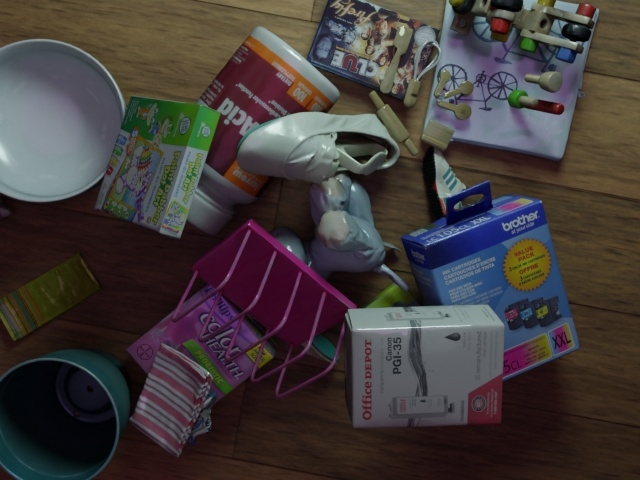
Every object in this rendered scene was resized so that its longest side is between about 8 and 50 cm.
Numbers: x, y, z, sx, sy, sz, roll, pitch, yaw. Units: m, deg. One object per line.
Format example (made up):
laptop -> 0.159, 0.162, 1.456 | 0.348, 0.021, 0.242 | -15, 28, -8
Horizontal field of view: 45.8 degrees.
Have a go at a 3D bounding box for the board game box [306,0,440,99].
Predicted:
board game box -> 0.110, -0.412, 1.613 | 0.243, 0.042, 0.165 | 21, 97, -1

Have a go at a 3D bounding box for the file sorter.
file sorter -> -0.114, 0.148, 1.493 | 0.291, 0.182, 0.202 | 40, 129, -19

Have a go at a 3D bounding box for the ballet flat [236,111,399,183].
ballet flat -> 0.019, -0.176, 1.482 | 0.139, 0.400, 0.139 | 12, 108, 40

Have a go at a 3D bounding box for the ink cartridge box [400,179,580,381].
ink cartridge box -> 0.341, 0.076, 1.558 | 0.270, 0.151, 0.395 | -22, 101, -10

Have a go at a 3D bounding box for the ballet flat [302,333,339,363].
ballet flat -> -0.030, 0.221, 1.691 | 0.168, 0.057, 0.052 | 43, 124, 1

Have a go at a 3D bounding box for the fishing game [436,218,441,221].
fishing game -> 0.310, 0.095, 1.647 | 0.189, 0.041, 0.264 | 13, 89, -8

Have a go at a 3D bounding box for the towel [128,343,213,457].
towel -> -0.315, 0.331, 1.573 | 0.144, 0.029, 0.197 | 27, 98, 25

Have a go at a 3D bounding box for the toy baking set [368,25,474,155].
toy baking set -> 0.205, -0.309, 1.589 | 0.197, 0.030, 0.256 | -41, 97, 1

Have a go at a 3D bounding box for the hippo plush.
hippo plush -> 0.000, 0.000, 1.612 | 0.237, 0.234, 0.294 | -28, 138, 22

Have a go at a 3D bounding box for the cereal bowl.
cereal bowl -> -0.572, -0.243, 1.594 | 0.339, 0.141, 0.338 | 0, 92, -7

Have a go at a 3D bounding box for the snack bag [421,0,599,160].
snack bag -> 0.403, -0.353, 1.614 | 0.323, 0.037, 0.342 | 10, 96, 1

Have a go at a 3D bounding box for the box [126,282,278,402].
box -> -0.254, 0.234, 1.660 | 0.243, 0.117, 0.213 | -38, 94, 5

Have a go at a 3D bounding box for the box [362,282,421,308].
box -> 0.188, 0.188, 1.677 | 0.109, 0.042, 0.178 | -39, 94, 3

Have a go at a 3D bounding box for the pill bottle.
pill bottle -> -0.164, -0.217, 1.552 | 0.224, 0.224, 0.392 | 39, 96, -2

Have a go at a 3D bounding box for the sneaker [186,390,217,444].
sneaker -> -0.250, 0.376, 1.598 | 0.058, 0.052, 0.135 | 34, 104, -12

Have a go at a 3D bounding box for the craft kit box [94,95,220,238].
craft kit box -> -0.321, -0.148, 1.466 | 0.247, 0.061, 0.249 | 16, 87, 41

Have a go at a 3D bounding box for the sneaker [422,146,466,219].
sneaker -> 0.272, -0.129, 1.641 | 0.075, 0.057, 0.161 | -10, 90, -21

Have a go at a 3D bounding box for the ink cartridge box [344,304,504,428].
ink cartridge box -> 0.191, 0.238, 1.430 | 0.283, 0.117, 0.207 | -2, 104, -2

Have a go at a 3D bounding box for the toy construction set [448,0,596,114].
toy construction set -> 0.385, -0.416, 1.521 | 0.258, 0.237, 0.308 | -18, 114, -25

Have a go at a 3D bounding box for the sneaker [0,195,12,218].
sneaker -> -0.752, -0.182, 1.648 | 0.152, 0.114, 0.305 | -9, 102, -9

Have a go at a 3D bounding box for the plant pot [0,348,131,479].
plant pot -> -0.528, 0.350, 1.612 | 0.272, 0.255, 0.271 | 0, 96, 1

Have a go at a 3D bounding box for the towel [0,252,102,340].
towel -> -0.617, 0.129, 1.708 | 0.237, 0.021, 0.102 | -31, 95, 5
